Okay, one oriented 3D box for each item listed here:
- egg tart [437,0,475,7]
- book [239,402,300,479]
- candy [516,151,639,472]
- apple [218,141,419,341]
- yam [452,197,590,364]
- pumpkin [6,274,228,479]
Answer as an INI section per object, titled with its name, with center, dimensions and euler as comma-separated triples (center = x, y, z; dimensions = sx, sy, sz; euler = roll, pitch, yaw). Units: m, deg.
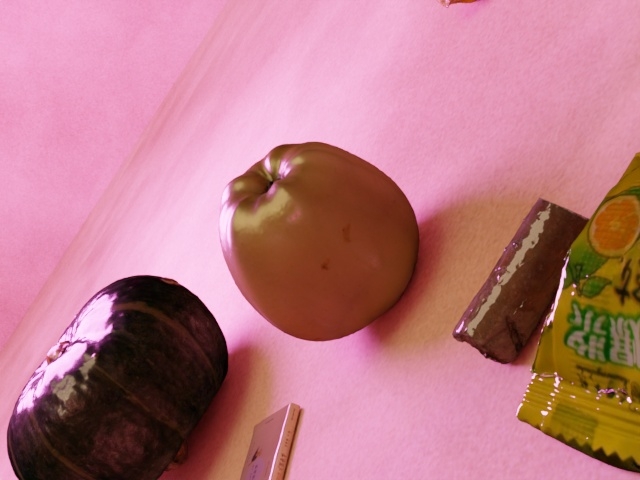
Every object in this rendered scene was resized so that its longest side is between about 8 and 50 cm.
[egg tart]
center = 0.172, -0.302, 1.327
dimensions = 0.105, 0.039, 0.105
euler = -49, 22, 28
[book]
center = -0.056, 0.222, 1.180
dimensions = 0.077, 0.014, 0.111
euler = -39, 28, 47
[candy]
center = 0.205, 0.017, 0.750
dimensions = 0.246, 0.069, 0.149
euler = -64, 22, -8
[apple]
center = 0.000, 0.000, 1.121
dimensions = 0.200, 0.200, 0.200
euler = -49, 22, 28
[yam]
center = 0.153, 0.030, 0.884
dimensions = 0.132, 0.054, 0.054
euler = -58, 19, 3
[pumpkin]
center = -0.233, 0.186, 1.398
dimensions = 0.300, 0.207, 0.300
euler = -53, 6, 8
